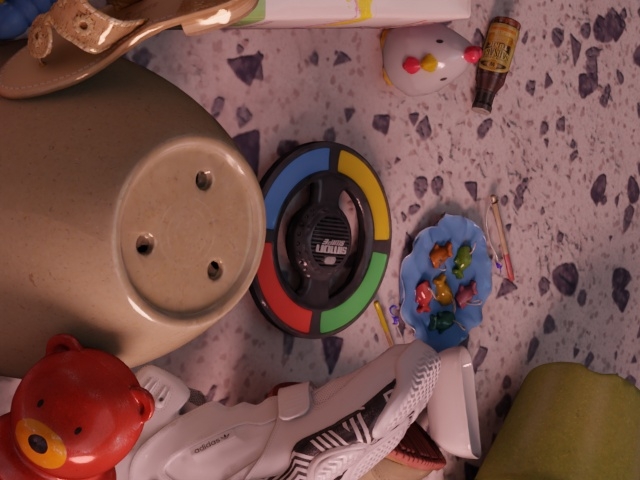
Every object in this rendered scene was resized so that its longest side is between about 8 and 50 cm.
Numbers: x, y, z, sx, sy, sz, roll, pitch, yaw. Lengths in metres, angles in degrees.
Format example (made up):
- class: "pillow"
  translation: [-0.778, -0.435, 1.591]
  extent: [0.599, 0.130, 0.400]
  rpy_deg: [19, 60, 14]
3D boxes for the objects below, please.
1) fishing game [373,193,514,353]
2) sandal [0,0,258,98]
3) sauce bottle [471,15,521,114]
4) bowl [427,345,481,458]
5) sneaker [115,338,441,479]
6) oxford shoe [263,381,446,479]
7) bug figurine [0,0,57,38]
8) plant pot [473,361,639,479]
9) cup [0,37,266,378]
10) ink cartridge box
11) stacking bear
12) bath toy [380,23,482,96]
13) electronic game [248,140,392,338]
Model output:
- class: "fishing game"
  translation: [0.171, 0.056, 1.649]
  extent: [0.264, 0.041, 0.189]
  rpy_deg: [-36, 122, -35]
- class: "sandal"
  translation: [-0.176, -0.199, 1.064]
  extent: [0.079, 0.240, 0.088]
  rpy_deg: [67, 8, -45]
- class: "sauce bottle"
  translation: [0.227, -0.227, 1.661]
  extent: [0.042, 0.042, 0.128]
  rpy_deg: [24, 77, -43]
- class: "bowl"
  translation: [0.167, 0.207, 1.616]
  extent: [0.142, 0.053, 0.142]
  rpy_deg: [37, 47, -72]
- class: "sneaker"
  translation: [-0.066, 0.181, 1.275]
  extent: [0.366, 0.210, 0.137]
  rpy_deg: [-41, 162, -6]
- class: "oxford shoe"
  translation: [0.020, 0.250, 1.504]
  extent: [0.348, 0.123, 0.130]
  rpy_deg: [20, 114, -49]
- class: "bug figurine"
  translation: [-0.272, -0.203, 1.037]
  extent: [0.072, 0.279, 0.216]
  rpy_deg: [46, 72, 1]
- class: "plant pot"
  translation: [0.328, 0.313, 1.707]
  extent: [0.276, 0.276, 0.253]
  rpy_deg: [49, 50, -36]
- class: "cup"
  translation: [-0.188, -0.019, 1.154]
  extent: [0.331, 0.237, 0.331]
  rpy_deg: [-7, 100, -43]
- class: "ink cartridge box"
  translation: [0.010, -0.270, 1.260]
  extent: [0.354, 0.207, 0.119]
  rpy_deg: [-5, 98, -22]
- class: "stacking bear"
  translation: [-0.248, 0.214, 1.093]
  extent: [0.289, 0.175, 0.164]
  rpy_deg: [-57, 167, 23]
- class: "bath toy"
  translation: [0.104, -0.331, 1.470]
  extent: [0.151, 0.129, 0.348]
  rpy_deg: [-30, 116, -38]
- class: "electronic game"
  translation: [0.000, 0.000, 1.469]
  extent: [0.229, 0.048, 0.229]
  rpy_deg: [-8, 101, -44]
